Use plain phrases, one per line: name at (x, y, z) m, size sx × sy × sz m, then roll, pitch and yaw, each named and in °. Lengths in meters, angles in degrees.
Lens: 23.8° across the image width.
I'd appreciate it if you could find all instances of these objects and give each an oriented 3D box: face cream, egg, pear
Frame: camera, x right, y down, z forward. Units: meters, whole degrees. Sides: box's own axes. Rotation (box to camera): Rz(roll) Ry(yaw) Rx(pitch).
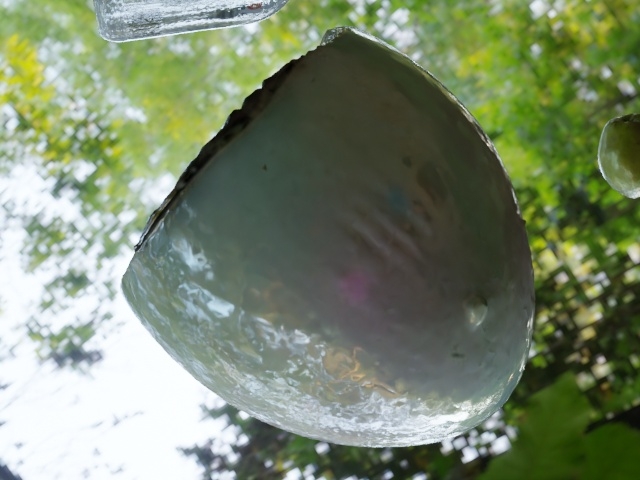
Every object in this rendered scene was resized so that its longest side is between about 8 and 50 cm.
face cream at (-0.103, -0.282, 1.657) m, size 0.291 × 0.144 × 0.071 m, roll -9°, pitch -111°, yaw -6°
egg at (0.044, 0.031, 1.401) m, size 0.340 × 0.354 × 0.354 m, roll 41°, pitch -141°, yaw 5°
pear at (0.481, -0.131, 2.343) m, size 0.107 × 0.107 × 0.131 m, roll -50°, pitch -50°, yaw -50°
